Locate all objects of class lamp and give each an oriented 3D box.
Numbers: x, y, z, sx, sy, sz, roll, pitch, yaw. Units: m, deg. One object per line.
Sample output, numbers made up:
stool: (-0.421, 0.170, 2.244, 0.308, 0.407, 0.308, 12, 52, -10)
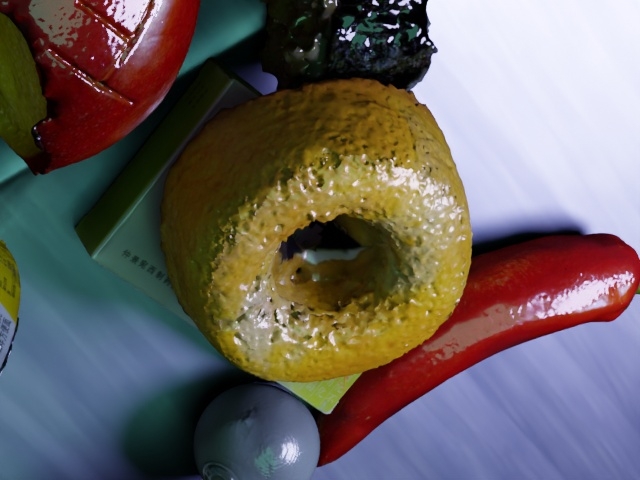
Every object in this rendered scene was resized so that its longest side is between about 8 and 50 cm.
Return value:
lamp: (-0.053, 0.168, 1.430, 0.105, 0.105, 0.105, -8, 115, -18)

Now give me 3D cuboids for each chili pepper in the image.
chili pepper: (0.142, 0.071, 1.489, 0.368, 0.092, 0.137, -21, 137, -5)

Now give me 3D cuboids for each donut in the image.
donut: (0.000, -0.002, 1.300, 0.253, 0.118, 0.253, -12, 134, -13)

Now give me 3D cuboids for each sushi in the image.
sushi: (0.025, -0.195, 1.281, 0.115, 0.147, 0.213, -3, 120, -25)

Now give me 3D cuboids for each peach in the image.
peach: (-0.184, -0.159, 1.192, 0.190, 0.196, 0.226, 26, 100, 5)

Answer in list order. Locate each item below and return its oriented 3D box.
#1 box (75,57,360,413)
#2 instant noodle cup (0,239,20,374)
box: (-0.038, 0.002, 1.389, 0.260, 0.062, 0.175, 36, 96, -29)
instant noodle cup: (-0.345, 0.036, 1.188, 0.264, 0.264, 0.200, -47, 130, 3)
